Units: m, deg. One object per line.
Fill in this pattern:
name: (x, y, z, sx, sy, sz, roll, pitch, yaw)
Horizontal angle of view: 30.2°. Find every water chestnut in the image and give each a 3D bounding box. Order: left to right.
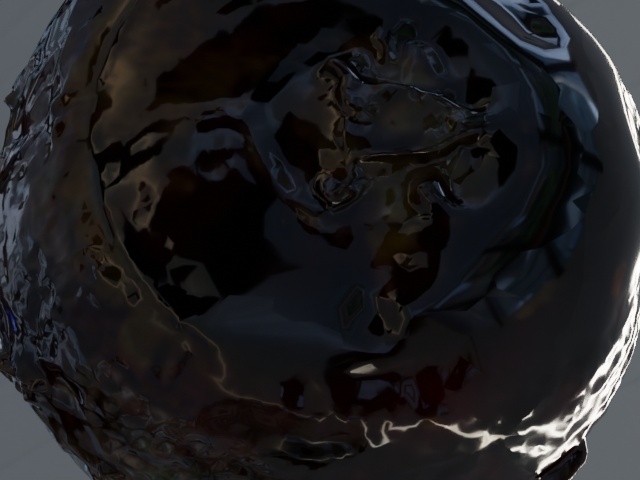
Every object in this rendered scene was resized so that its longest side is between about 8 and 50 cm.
water chestnut: (0.000, 0.000, 0.620, 0.350, 0.302, 0.350, -1, -109, 4)
